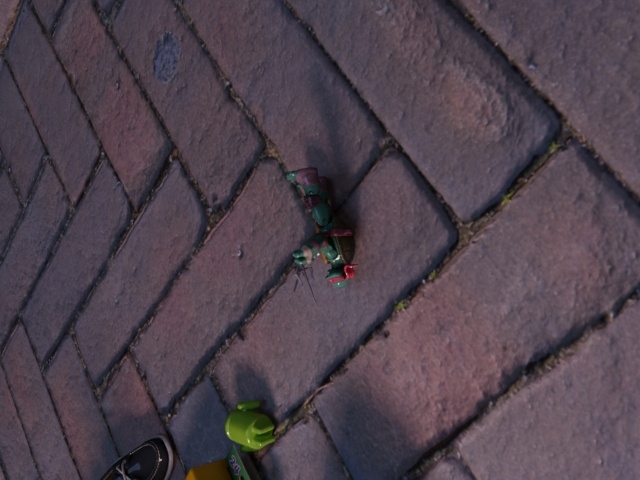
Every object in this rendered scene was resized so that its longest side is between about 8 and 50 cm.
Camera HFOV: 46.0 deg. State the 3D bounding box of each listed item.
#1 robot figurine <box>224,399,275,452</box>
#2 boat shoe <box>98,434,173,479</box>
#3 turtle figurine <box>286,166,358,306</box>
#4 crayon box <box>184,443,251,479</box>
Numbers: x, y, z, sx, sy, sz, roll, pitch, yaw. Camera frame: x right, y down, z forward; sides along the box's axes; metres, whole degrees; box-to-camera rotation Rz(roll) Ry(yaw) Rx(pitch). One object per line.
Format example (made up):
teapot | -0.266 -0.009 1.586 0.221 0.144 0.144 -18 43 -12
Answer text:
robot figurine | -0.139 0.361 1.452 0.115 0.067 0.101 4 101 45
boat shoe | -0.438 0.551 1.737 0.302 0.091 0.114 -53 56 32
turtle figurine | 0.000 0.000 1.282 0.175 0.118 0.234 103 157 -77
crayon box | -0.212 0.576 1.476 0.203 0.083 0.322 57 135 33
